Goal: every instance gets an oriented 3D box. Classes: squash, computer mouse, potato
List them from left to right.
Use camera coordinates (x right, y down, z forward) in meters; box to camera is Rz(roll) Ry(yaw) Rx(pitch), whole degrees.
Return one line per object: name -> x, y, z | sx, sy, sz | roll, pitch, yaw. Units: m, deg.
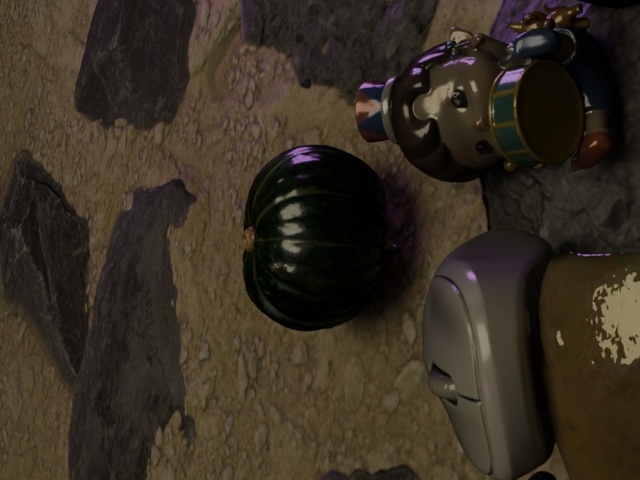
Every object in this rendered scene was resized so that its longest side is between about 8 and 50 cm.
squash -> -0.005, -0.002, 1.393 | 0.218, 0.172, 0.218 | -2, 87, 57
computer mouse -> 0.144, 0.087, 1.055 | 0.121, 0.297, 0.184 | -3, 107, 19
potato -> 0.287, 0.145, 0.900 | 0.211, 0.189, 0.264 | 0, 82, 56

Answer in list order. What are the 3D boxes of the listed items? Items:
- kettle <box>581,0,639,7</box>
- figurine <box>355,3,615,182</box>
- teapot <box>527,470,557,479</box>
kettle -> 0.202, -0.325, 1.069 | 0.207, 0.271, 0.251 | -59, 38, 29
figurine -> 0.156, -0.130, 1.194 | 0.275, 0.158, 0.161 | -9, 115, 54
teapot -> 0.168, 0.314, 1.093 | 0.182, 0.173, 0.269 | -69, -9, -50
